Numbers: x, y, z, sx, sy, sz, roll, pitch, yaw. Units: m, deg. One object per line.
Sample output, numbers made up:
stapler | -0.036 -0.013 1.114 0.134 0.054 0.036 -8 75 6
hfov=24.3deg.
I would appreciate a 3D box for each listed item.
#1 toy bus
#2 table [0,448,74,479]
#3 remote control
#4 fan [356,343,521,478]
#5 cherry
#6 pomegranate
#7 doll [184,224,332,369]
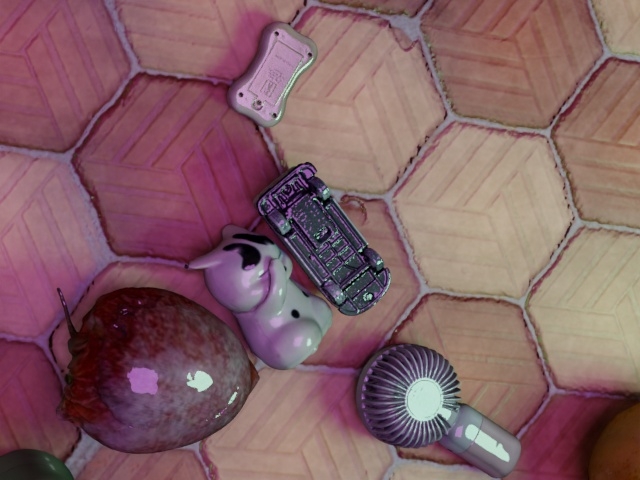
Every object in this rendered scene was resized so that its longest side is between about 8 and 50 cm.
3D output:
toy bus | 0.000 0.000 1.794 0.087 0.089 0.194 -41 106 -10
table | -0.321 0.321 1.674 0.126 0.220 0.126 -2 97 -16
remote control | -0.058 -0.199 1.782 0.074 0.032 0.122 32 88 -17
fan | 0.155 0.225 1.880 0.244 0.074 0.130 36 75 -22
cherry | -0.181 0.151 1.724 0.250 0.175 0.192 10 67 -30
pomegranate | 0.448 0.304 1.897 0.233 0.233 0.233 -2 97 -16
doll | -0.064 0.068 1.776 0.107 0.110 0.180 -21 109 34
